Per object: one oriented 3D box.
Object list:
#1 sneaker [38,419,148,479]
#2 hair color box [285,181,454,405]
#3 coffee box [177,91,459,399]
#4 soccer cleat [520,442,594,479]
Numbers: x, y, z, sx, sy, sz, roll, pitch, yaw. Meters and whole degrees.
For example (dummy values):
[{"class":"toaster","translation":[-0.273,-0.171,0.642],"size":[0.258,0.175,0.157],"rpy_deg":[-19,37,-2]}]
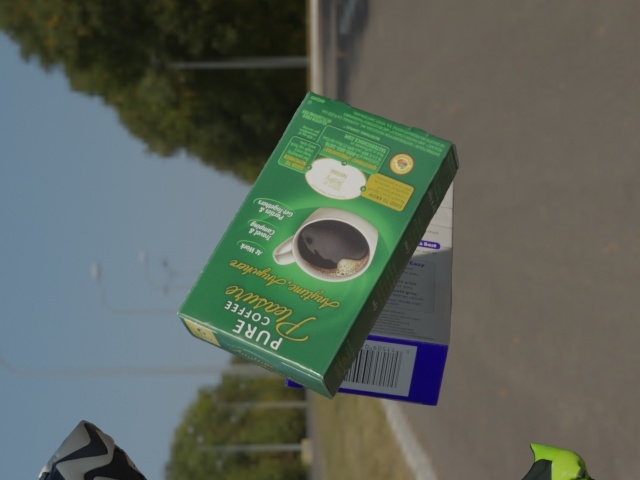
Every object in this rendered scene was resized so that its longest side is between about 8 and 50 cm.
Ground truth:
[{"class":"sneaker","translation":[-0.235,0.307,1.471],"size":[0.235,0.153,0.094],"rpy_deg":[-57,5,-32]},{"class":"hair color box","translation":[0.066,0.046,1.897],"size":[0.339,0.185,0.110],"rpy_deg":[-82,0,-51]},{"class":"coffee box","translation":[0.000,0.000,0.994],"size":[0.184,0.113,0.040],"rpy_deg":[-61,-22,-19]},{"class":"soccer cleat","translation":[0.187,0.270,1.411],"size":[0.179,0.072,0.060],"rpy_deg":[-59,-40,-18]}]
